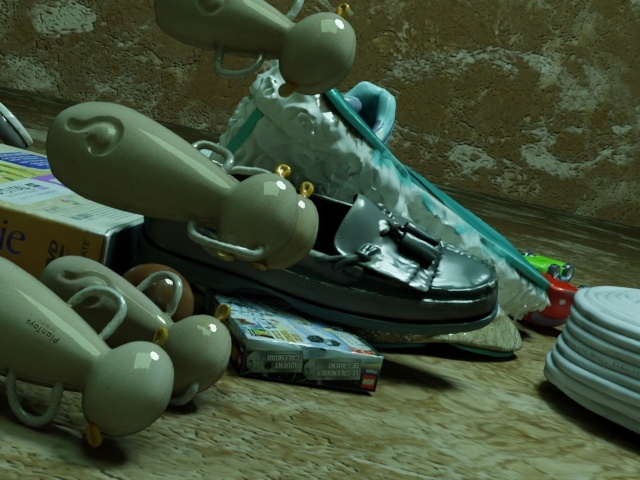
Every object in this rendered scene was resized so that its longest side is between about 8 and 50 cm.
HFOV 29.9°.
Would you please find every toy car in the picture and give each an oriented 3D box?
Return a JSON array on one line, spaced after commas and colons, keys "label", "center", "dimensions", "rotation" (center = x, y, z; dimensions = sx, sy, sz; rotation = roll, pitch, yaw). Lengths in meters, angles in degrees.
[{"label": "toy car", "center": [0.209, 0.043, 1.287], "dimensions": [0.239, 0.053, 0.225], "rotation": [19, 9, 33]}]

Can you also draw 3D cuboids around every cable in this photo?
[{"label": "cable", "center": [0.299, 0.102, 0.887], "dimensions": [0.257, 0.089, 0.257], "rotation": [13, 8, -3]}]

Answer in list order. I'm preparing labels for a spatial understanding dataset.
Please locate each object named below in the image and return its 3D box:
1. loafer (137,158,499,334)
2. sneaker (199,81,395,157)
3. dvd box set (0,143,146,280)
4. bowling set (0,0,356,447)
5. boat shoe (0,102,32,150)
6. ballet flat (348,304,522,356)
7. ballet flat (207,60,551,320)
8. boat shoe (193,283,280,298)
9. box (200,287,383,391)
[{"label": "loafer", "center": [0.000, 0.000, 0.852], "dimensions": [0.267, 0.084, 0.096], "rotation": [11, 29, 4]}, {"label": "sneaker", "center": [-0.029, -0.087, 1.070], "dimensions": [0.110, 0.122, 0.283], "rotation": [39, 32, 17]}, {"label": "dvd box set", "center": [-0.329, -0.048, 0.999], "dimensions": [0.420, 0.062, 0.307], "rotation": [14, 8, 5]}, {"label": "bowling set", "center": [-0.068, 0.004, 0.689], "dimensions": [0.154, 0.287, 0.200], "rotation": [24, -22, 24]}, {"label": "boat shoe", "center": [-0.462, -0.144, 1.426], "dimensions": [0.335, 0.095, 0.112], "rotation": [25, -22, 41]}, {"label": "ballet flat", "center": [0.095, 0.054, 0.964], "dimensions": [0.206, 0.067, 0.073], "rotation": [7, 13, -40]}, {"label": "ballet flat", "center": [0.050, -0.014, 1.028], "dimensions": [0.147, 0.147, 0.409], "rotation": [21, -11, 45]}, {"label": "boat shoe", "center": [-0.057, 0.030, 0.962], "dimensions": [0.133, 0.049, 0.042], "rotation": [21, 5, 31]}, {"label": "box", "center": [-0.024, 0.066, 0.825], "dimensions": [0.094, 0.027, 0.137], "rotation": [9, 9, -18]}]
